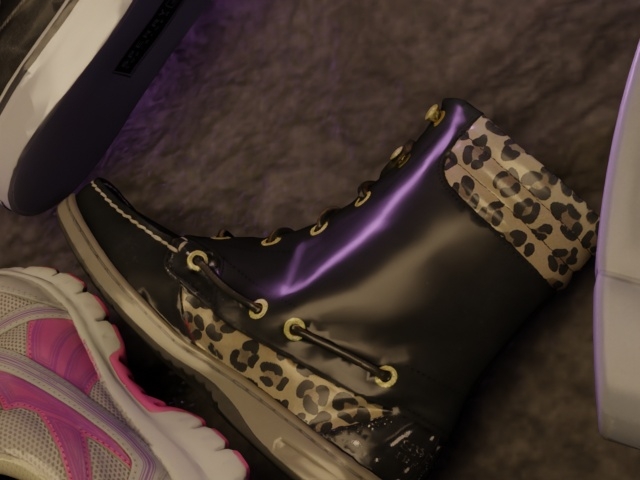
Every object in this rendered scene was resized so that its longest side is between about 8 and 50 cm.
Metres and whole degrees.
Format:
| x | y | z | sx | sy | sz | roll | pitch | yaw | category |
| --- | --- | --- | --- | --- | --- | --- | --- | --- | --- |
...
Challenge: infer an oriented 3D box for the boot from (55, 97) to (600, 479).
| x | y | z | sx | sy | sz | roll | pitch | yaw | category |
| --- | --- | --- | --- | --- | --- | --- | --- | --- | --- |
| 0.001 | 0.001 | 0.680 | 0.236 | 0.085 | 0.178 | 41 | 90 | 29 | boot |

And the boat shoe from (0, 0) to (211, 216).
| x | y | z | sx | sy | sz | roll | pitch | yaw | category |
| --- | --- | --- | --- | --- | --- | --- | --- | --- | --- |
| -0.103 | -0.162 | 0.760 | 0.105 | 0.113 | 0.306 | 39 | 102 | 15 | boat shoe |

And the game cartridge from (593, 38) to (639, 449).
| x | y | z | sx | sy | sz | roll | pitch | yaw | category |
| --- | --- | --- | --- | --- | --- | --- | --- | --- | --- |
| 0.221 | -0.042 | 0.581 | 0.198 | 0.062 | 0.297 | 16 | 81 | 12 | game cartridge |

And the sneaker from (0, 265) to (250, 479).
| x | y | z | sx | sy | sz | roll | pitch | yaw | category |
| --- | --- | --- | --- | --- | --- | --- | --- | --- | --- |
| -0.136 | 0.093 | 0.665 | 0.252 | 0.111 | 0.103 | 33 | 126 | 44 | sneaker |
